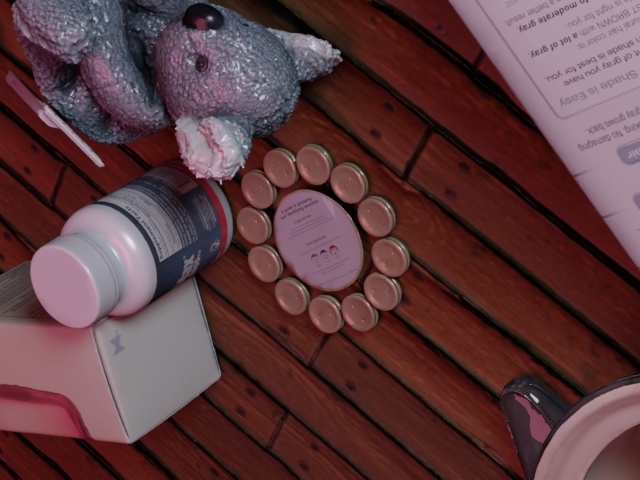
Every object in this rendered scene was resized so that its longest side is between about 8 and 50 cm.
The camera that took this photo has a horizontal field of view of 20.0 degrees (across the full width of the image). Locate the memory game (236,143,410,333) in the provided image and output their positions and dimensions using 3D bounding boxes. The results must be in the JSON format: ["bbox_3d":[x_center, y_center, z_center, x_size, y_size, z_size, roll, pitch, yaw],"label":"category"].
[{"bbox_3d":[0.000,0.000,1.618,0.186,0.012,0.186,19,124,30],"label":"memory game"}]

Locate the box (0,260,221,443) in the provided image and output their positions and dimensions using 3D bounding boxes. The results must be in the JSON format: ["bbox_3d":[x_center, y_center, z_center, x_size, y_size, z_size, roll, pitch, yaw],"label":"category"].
[{"bbox_3d":[-0.239,0.105,1.771,0.232,0.148,0.126,1,114,38],"label":"box"}]

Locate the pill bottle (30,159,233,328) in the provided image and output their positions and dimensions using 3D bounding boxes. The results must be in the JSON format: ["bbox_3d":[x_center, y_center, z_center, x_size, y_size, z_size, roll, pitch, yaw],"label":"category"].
[{"bbox_3d":[-0.173,0.007,1.642,0.108,0.180,0.108,19,124,30],"label":"pill bottle"}]

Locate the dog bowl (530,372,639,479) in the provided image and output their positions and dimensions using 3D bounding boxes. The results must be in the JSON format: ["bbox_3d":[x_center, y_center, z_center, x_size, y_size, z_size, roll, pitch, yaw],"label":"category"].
[{"bbox_3d":[0.360,0.244,1.333,0.408,0.150,0.408,26,132,32],"label":"dog bowl"}]

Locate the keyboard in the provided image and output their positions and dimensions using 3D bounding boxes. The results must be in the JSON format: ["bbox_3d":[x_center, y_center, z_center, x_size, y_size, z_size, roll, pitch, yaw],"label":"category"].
[{"bbox_3d":[-0.241,-0.112,1.632,0.072,0.014,0.256,40,179,-20],"label":"keyboard"}]

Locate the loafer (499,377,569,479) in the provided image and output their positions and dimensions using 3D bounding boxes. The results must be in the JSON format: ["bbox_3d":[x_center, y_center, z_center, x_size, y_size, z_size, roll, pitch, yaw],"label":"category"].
[{"bbox_3d":[0.199,0.196,1.532,0.062,0.061,0.170,-32,91,45],"label":"loafer"}]

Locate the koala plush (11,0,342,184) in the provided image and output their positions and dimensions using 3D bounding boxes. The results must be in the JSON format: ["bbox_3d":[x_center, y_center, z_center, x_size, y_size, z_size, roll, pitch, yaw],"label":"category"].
[{"bbox_3d":[-0.106,-0.147,1.514,0.221,0.196,0.203,23,144,26],"label":"koala plush"}]

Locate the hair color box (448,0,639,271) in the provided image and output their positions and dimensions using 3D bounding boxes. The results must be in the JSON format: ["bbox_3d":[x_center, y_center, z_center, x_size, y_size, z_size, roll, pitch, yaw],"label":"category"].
[{"bbox_3d":[0.247,-0.120,1.232,0.185,0.113,0.374,-22,111,42],"label":"hair color box"}]
